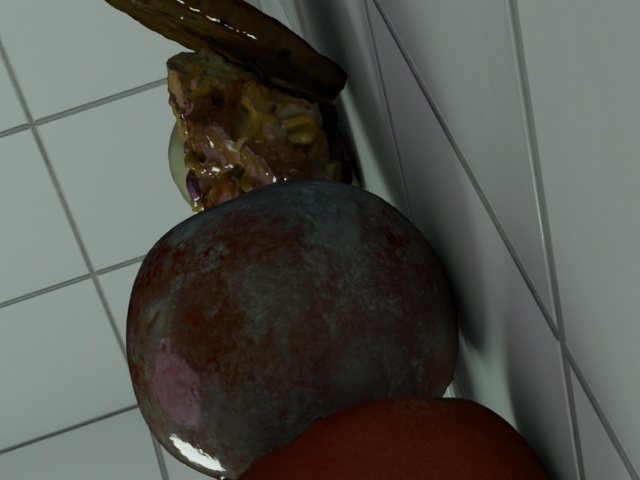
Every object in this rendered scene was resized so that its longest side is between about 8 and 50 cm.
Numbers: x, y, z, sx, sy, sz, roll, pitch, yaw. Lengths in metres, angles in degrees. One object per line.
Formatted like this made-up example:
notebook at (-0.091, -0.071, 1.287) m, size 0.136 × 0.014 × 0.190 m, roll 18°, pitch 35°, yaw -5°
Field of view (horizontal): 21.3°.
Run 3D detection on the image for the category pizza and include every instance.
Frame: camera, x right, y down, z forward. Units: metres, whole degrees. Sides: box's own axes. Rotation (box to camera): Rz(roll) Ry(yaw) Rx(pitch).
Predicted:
pizza at (-0.058, -0.048, 1.824) m, size 0.408 × 0.114 × 0.278 m, roll 64°, pitch 153°, yaw 12°

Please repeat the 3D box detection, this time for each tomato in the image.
tomato at (-0.027, 0.090, 1.586) m, size 0.316 × 0.317 × 0.282 m, roll -135°, pitch 26°, yaw -82°
tomato at (0.052, 0.291, 1.381) m, size 0.273 × 0.341 × 0.341 m, roll 57°, pitch 169°, yaw 32°

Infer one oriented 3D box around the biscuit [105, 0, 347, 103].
biscuit at (-0.125, -0.243, 1.886) m, size 0.359 × 0.046 × 0.359 m, roll 27°, pitch 178°, yaw 1°

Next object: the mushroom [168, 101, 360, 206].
mushroom at (-0.057, -0.107, 2.092) m, size 0.202 × 0.246 × 0.246 m, roll -55°, pitch 40°, yaw 34°

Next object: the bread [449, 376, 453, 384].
bread at (0.091, 0.097, 1.778) m, size 0.053 × 0.074 × 0.132 m, roll 103°, pitch 148°, yaw -62°
